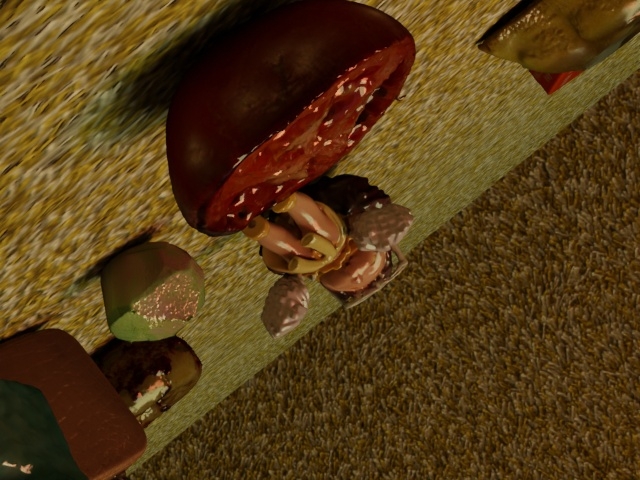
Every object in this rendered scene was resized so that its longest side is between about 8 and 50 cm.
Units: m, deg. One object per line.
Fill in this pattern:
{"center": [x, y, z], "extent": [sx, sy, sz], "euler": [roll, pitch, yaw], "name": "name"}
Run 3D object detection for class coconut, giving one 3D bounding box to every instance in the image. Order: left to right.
{"center": [-0.129, 0.037, 1.337], "extent": [0.082, 0.081, 0.083], "euler": [17, 135, -29], "name": "coconut"}

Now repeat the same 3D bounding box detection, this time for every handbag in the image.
{"center": [-0.224, 0.154, 1.307], "extent": [0.072, 0.151, 0.193], "euler": [-45, 173, 25], "name": "handbag"}

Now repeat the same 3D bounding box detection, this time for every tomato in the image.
{"center": [-0.032, -0.075, 0.984], "extent": [0.166, 0.082, 0.174], "euler": [-40, 171, -16], "name": "tomato"}

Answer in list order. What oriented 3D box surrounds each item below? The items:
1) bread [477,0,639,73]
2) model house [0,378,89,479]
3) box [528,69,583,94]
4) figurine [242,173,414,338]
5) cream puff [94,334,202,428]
{"center": [0.267, -0.227, 1.577], "extent": [0.161, 0.088, 0.233], "euler": [-35, 176, -46], "name": "bread"}
{"center": [-0.304, 0.187, 0.960], "extent": [0.280, 0.230, 0.249], "euler": [-41, 149, 17], "name": "model house"}
{"center": [0.366, -0.281, 1.921], "extent": [0.265, 0.048, 0.273], "euler": [-37, 174, -5], "name": "box"}
{"center": [0.000, 0.000, 1.621], "extent": [0.175, 0.116, 0.240], "euler": [-41, 168, 11], "name": "figurine"}
{"center": [-0.190, 0.141, 1.754], "extent": [0.149, 0.084, 0.149], "euler": [-39, 171, -7], "name": "cream puff"}
